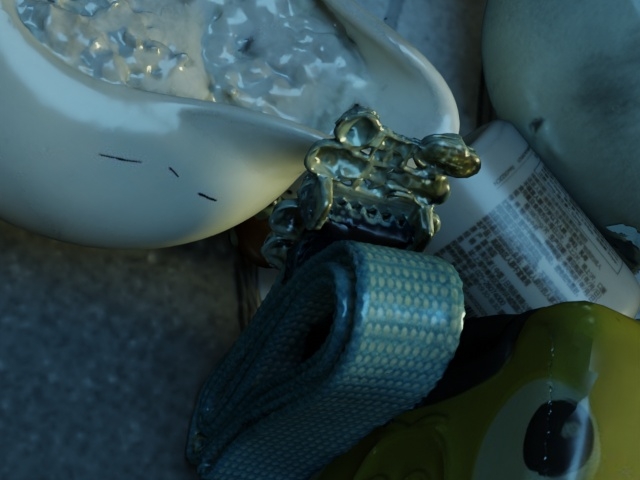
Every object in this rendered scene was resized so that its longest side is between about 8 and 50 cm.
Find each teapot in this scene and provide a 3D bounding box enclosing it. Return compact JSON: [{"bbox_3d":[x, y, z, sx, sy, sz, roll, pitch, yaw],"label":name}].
[{"bbox_3d":[-0.096,-0.111,0.593,0.300,0.166,0.208,38,75,-21],"label":"teapot"}]

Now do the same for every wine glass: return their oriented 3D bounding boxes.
[{"bbox_3d":[0.109,-0.133,0.701,0.143,0.143,0.321,-41,96,-28],"label":"wine glass"}]

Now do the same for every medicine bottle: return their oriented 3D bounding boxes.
[{"bbox_3d":[0.097,0.019,0.680,0.079,0.079,0.140,-42,95,-28],"label":"medicine bottle"}]

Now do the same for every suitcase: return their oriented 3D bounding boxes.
[{"bbox_3d":[0.078,0.148,0.573,0.143,0.194,0.234,25,67,-25],"label":"suitcase"}]

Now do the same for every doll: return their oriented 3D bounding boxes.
[{"bbox_3d":[-0.002,0.006,0.665,0.058,0.040,0.085,-35,91,-38],"label":"doll"}]

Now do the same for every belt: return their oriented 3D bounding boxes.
[{"bbox_3d":[-0.005,0.038,0.579,0.065,0.179,0.100,14,56,-22],"label":"belt"}]
